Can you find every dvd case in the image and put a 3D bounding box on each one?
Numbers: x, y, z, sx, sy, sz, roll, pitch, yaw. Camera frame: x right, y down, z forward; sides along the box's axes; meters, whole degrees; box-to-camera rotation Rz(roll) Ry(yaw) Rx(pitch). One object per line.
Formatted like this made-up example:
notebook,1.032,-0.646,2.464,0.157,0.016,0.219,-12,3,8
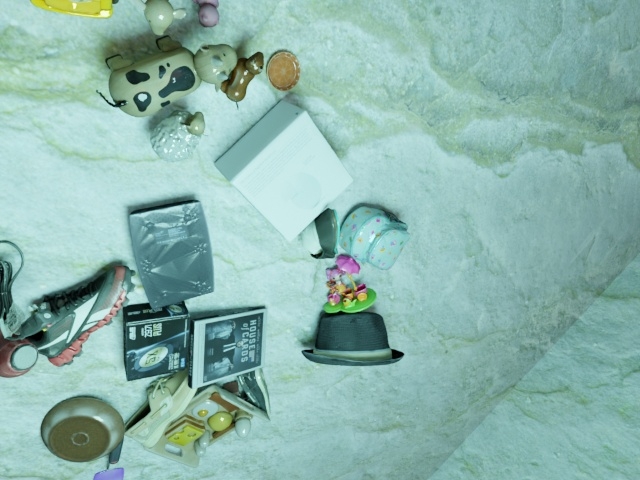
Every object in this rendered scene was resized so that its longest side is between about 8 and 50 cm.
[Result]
dvd case,-0.246,0.285,1.155,0.238,0.029,0.180,-2,98,-46

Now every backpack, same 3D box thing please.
backpack,0.155,-0.007,1.239,0.188,0.144,0.166,18,111,-34

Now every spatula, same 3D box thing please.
spatula,-0.586,0.630,1.195,0.084,0.030,0.297,4,126,-33

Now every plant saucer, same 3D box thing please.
plant saucer,-0.084,-0.382,0.959,0.083,0.013,0.084,-15,124,-24
plant saucer,-0.607,0.494,1.078,0.198,0.036,0.199,-4,110,-12

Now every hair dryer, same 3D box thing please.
hair dryer,-0.632,0.164,0.853,0.293,0.224,0.080,-46,158,17

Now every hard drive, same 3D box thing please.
hard drive,-0.347,0.030,1.003,0.171,0.054,0.255,-15,123,-24

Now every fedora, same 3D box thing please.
fedora,0.105,0.300,1.342,0.333,0.333,0.153,6,82,-34

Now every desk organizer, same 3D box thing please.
desk organizer,-0.270,0.501,1.319,0.047,0.050,0.130,-7,127,-12

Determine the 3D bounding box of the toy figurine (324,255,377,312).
toy figurine,0.071,0.125,1.303,0.172,0.130,0.160,-16,113,6

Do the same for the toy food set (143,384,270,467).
toy food set,-0.331,0.564,1.253,0.306,0.092,0.220,-36,128,10

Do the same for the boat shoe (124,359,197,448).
boat shoe,-0.425,0.431,1.152,0.098,0.109,0.302,34,100,-21

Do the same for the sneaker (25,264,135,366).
sneaker,-0.532,0.151,0.928,0.276,0.097,0.135,-46,132,0

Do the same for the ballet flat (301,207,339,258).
ballet flat,0.000,0.000,1.110,0.096,0.096,0.280,-13,161,-3

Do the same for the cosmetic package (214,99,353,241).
cosmetic package,-0.084,-0.163,1.003,0.224,0.138,0.225,-44,131,-3

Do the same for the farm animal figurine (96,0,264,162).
farm animal figurine,-0.251,-0.336,0.758,0.326,0.172,0.330,-43,136,-3

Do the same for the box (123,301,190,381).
box,-0.416,0.249,1.070,0.147,0.077,0.180,-3,117,-30

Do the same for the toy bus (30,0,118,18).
toy bus,-0.367,-0.447,0.620,0.149,0.211,0.221,-6,121,-31

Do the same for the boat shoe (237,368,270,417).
boat shoe,-0.205,0.483,1.342,0.078,0.084,0.233,-13,125,-5
